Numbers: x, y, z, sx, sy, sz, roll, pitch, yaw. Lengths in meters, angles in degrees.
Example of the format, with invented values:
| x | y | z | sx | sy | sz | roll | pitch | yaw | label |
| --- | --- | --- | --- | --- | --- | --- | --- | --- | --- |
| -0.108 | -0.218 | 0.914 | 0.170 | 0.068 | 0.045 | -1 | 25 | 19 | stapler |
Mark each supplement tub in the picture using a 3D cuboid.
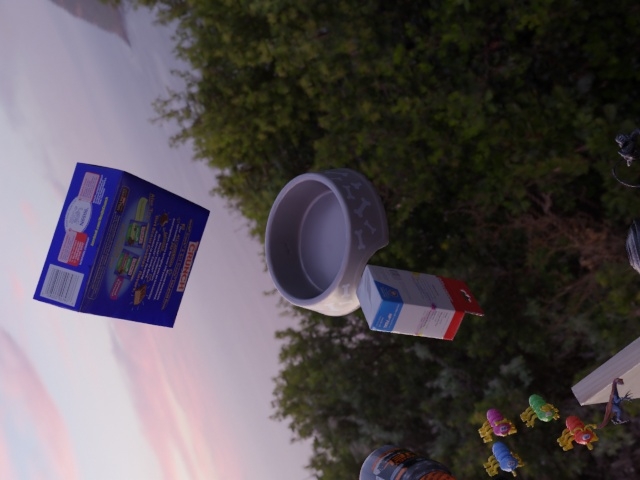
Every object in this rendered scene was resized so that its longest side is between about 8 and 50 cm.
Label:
| x | y | z | sx | sy | sz | roll | pitch | yaw | label |
| --- | --- | --- | --- | --- | --- | --- | --- | --- | --- |
| 0.154 | 0.418 | 1.325 | 0.117 | 0.117 | 0.190 | 67 | 158 | -6 | supplement tub |

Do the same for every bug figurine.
| x | y | z | sx | sy | sz | roll | pitch | yaw | label |
| --- | --- | --- | --- | --- | --- | --- | --- | --- | --- |
| 0.500 | 0.451 | 1.864 | 0.216 | 0.279 | 0.072 | -125 | 20 | -63 | bug figurine |

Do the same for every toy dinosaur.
| x | y | z | sx | sy | sz | roll | pitch | yaw | label |
| --- | --- | --- | --- | --- | --- | --- | --- | --- | --- |
| 0.559 | 0.305 | 1.492 | 0.047 | 0.090 | 0.082 | 84 | 172 | -72 | toy dinosaur |

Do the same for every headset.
| x | y | z | sx | sy | sz | roll | pitch | yaw | label |
| --- | --- | --- | --- | --- | --- | --- | --- | --- | --- |
| 0.684 | -0.032 | 1.484 | 0.394 | 0.243 | 0.185 | 48 | -153 | -11 | headset |

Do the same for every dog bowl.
| x | y | z | sx | sy | sz | roll | pitch | yaw | label |
| --- | --- | --- | --- | --- | --- | --- | --- | --- | --- |
| 0.000 | 0.000 | 1.814 | 0.349 | 0.102 | 0.348 | -5 | 83 | 48 | dog bowl |

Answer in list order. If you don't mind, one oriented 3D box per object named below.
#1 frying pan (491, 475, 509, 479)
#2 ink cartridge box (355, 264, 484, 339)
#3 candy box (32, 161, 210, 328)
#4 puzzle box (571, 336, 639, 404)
| x | y | z | sx | sy | sz | roll | pitch | yaw | label |
| --- | --- | --- | --- | --- | --- | --- | --- | --- | --- |
| 0.110 | 0.369 | 0.892 | 0.326 | 0.197 | 0.053 | -62 | -15 | -61 | frying pan |
| 0.203 | 0.130 | 1.617 | 0.134 | 0.231 | 0.078 | -110 | 34 | -57 | ink cartridge box |
| -0.373 | 0.021 | 1.530 | 0.122 | 0.268 | 0.317 | 14 | 174 | 24 | candy box |
| 0.844 | 0.304 | 1.940 | 0.272 | 0.409 | 0.052 | -53 | 48 | 37 | puzzle box |
